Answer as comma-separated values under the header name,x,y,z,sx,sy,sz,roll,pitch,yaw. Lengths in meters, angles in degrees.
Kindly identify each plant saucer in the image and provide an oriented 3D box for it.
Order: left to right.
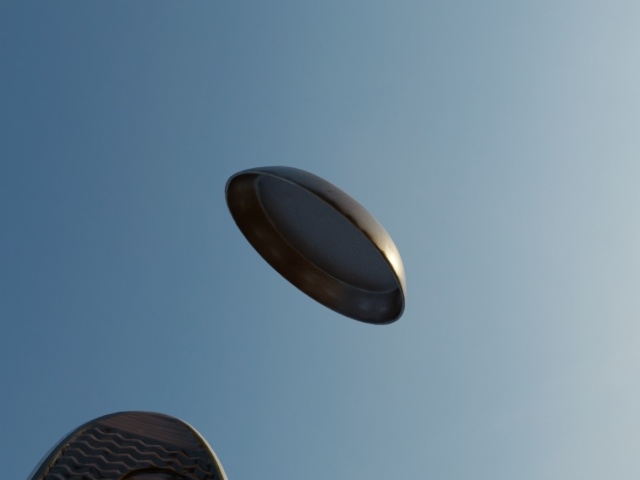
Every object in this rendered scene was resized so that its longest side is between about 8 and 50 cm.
name,x,y,z,sx,sy,sz,roll,pitch,yaw
plant saucer,0.000,0.000,0.587,0.029,0.168,0.168,-52,-45,-23

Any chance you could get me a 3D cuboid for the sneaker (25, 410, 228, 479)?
name,x,y,z,sx,sy,sz,roll,pitch,yaw
sneaker,-0.095,0.199,0.322,0.106,0.290,0.123,10,-63,-14
